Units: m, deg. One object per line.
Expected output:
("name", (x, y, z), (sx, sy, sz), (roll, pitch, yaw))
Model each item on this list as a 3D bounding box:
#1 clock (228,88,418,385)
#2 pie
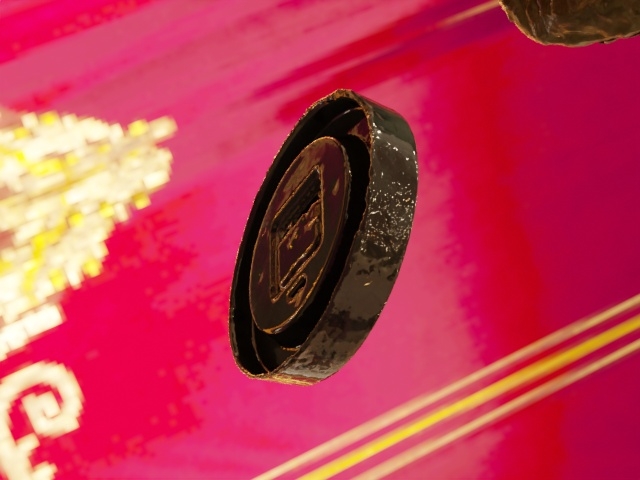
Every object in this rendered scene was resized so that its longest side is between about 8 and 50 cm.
("clock", (0.000, 0.000, 1.569), (0.280, 0.055, 0.280), (-48, -149, 43))
("pie", (0.286, -0.343, 1.805), (0.306, 0.071, 0.306), (2, -87, 49))
